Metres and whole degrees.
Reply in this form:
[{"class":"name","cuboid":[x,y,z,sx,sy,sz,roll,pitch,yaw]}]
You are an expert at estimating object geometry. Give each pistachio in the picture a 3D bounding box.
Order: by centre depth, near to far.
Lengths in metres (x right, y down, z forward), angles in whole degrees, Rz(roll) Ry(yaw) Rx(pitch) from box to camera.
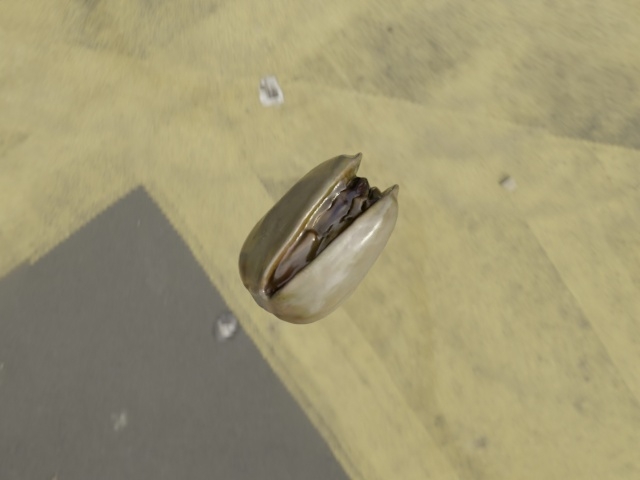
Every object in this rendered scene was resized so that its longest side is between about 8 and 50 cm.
[{"class":"pistachio","cuboid":[0.000,0.000,1.796,0.129,0.131,0.206,42,99,3]}]
